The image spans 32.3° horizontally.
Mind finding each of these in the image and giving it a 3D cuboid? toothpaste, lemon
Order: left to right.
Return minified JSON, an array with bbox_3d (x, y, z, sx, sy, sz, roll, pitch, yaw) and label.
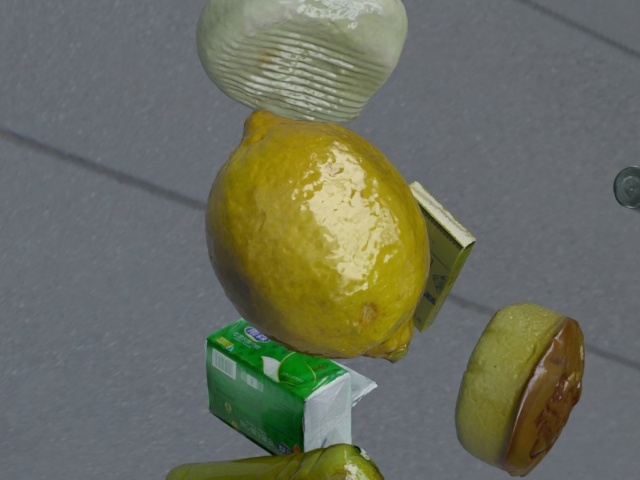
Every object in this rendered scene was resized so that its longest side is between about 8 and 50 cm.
[{"bbox_3d":[0.000,0.000,0.977,0.188,0.188,0.256,-31,90,-29],"label":"lemon"},{"bbox_3d":[0.326,-0.033,0.992,0.239,0.062,0.039,8,84,-52],"label":"toothpaste"}]

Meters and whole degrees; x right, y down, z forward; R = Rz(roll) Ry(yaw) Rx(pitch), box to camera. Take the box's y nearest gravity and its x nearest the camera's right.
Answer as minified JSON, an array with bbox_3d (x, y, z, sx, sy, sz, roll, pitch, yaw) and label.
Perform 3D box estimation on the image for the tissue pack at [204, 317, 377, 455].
[{"bbox_3d":[-0.043,0.210,1.592,0.156,0.209,0.148,-25,127,-40],"label":"tissue pack"}]

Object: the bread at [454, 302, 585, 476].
[{"bbox_3d":[0.305,0.224,1.656,0.148,0.270,0.270,21,60,27],"label":"bread"}]

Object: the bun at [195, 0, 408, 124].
[{"bbox_3d":[-0.029,-0.350,1.886,0.361,0.361,0.213,13,55,-22],"label":"bun"}]

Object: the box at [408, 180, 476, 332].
[{"bbox_3d":[0.178,0.034,1.980,0.041,0.279,0.153,-30,66,-29],"label":"box"}]

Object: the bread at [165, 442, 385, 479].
[{"bbox_3d":[-0.072,0.370,1.468,0.112,0.384,0.166,-31,103,-51],"label":"bread"}]
